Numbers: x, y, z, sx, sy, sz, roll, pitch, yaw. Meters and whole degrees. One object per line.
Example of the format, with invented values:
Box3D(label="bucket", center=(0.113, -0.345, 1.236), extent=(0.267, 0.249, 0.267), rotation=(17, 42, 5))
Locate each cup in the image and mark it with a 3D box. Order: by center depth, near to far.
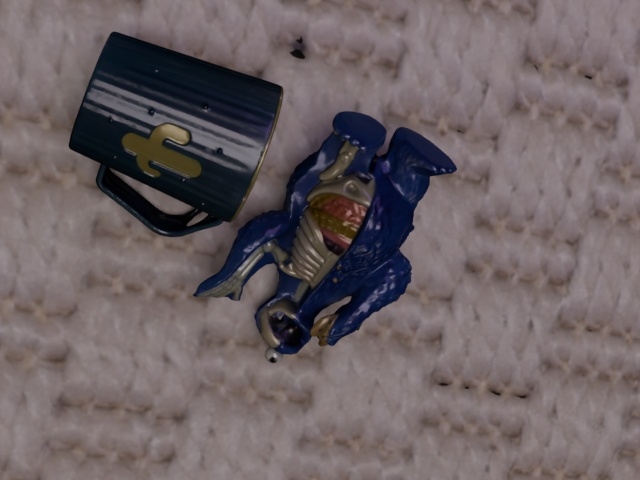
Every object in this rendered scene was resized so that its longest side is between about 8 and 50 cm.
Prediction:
Box3D(label="cup", center=(-0.136, -0.087, 0.825), extent=(0.155, 0.131, 0.176), rotation=(22, 121, -13))

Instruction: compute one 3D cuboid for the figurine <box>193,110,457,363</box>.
Box3D(label="figurine", center=(0.009, -0.001, 0.883), extent=(0.164, 0.121, 0.262), rotation=(36, 107, -19))
